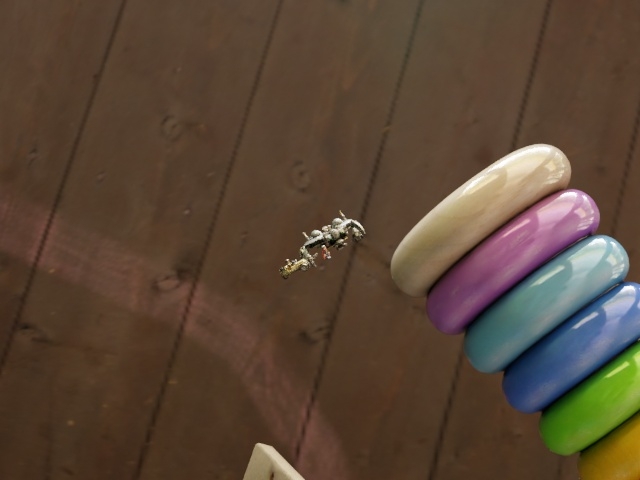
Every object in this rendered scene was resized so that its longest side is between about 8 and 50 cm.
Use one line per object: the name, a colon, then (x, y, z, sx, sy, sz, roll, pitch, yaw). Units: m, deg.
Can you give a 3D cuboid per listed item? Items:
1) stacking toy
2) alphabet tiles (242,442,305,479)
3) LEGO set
stacking toy: (0.194, 0.102, 0.830, 0.141, 0.141, 0.330, -32, -103, -24)
alphabet tiles: (-0.049, 0.267, 0.510, 0.011, 0.285, 0.342, 17, -86, -25)
LEGO set: (0.001, -0.001, 0.885, 0.054, 0.083, 0.023, -25, -86, 19)
